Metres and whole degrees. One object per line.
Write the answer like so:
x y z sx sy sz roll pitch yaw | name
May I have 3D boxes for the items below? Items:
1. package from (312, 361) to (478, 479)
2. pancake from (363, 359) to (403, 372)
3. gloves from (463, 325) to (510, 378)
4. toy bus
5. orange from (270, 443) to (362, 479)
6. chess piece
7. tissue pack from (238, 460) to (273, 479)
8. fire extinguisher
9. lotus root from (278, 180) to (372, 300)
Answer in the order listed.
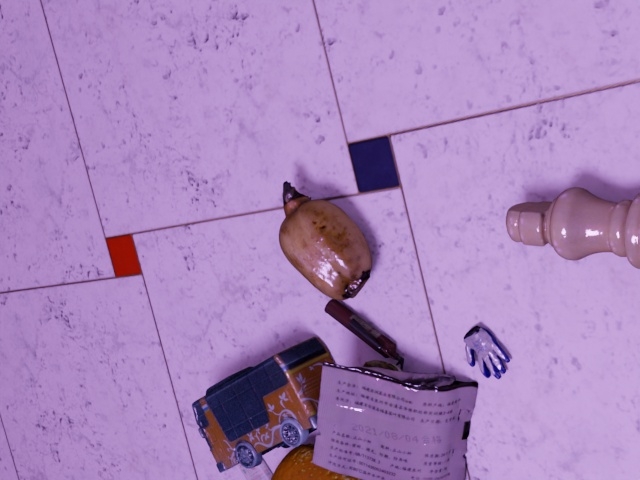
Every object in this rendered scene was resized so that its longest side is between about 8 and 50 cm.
0.117 0.301 1.595 0.250 0.062 0.204 7 109 4 | package
0.115 0.237 1.643 0.108 0.017 0.108 27 143 23 | pancake
0.253 0.175 1.533 0.086 0.026 0.064 52 130 8 | gloves
-0.090 0.295 1.770 0.275 0.138 0.167 -35 80 38 | toy bus
0.031 0.524 1.732 0.334 0.196 0.262 44 140 4 | orange
0.423 -0.014 1.285 0.397 0.117 0.117 8 109 38 | chess piece
-0.132 0.432 1.919 0.056 0.023 0.108 -41 78 39 | tissue pack
0.076 0.153 1.653 0.173 0.035 0.049 36 155 24 | fire extinguisher
0.000 0.000 1.619 0.125 0.118 0.221 -40 73 6 | lotus root
